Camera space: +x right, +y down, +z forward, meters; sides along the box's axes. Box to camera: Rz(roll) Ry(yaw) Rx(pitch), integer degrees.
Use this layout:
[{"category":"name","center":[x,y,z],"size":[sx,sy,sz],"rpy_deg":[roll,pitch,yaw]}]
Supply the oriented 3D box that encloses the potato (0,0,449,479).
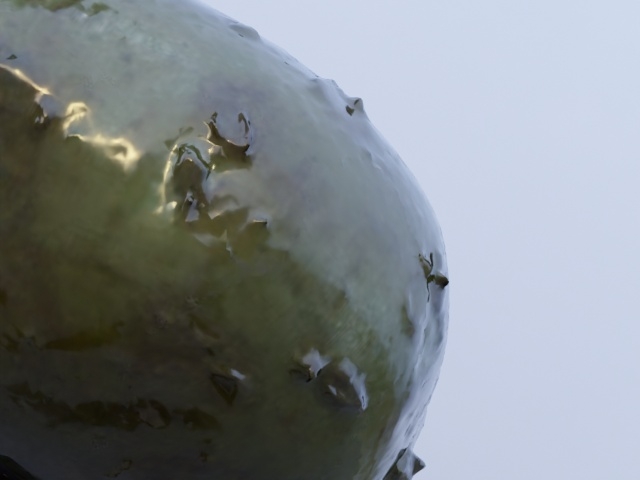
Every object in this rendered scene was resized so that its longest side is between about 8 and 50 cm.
[{"category":"potato","center":[-0.093,-0.004,0.600],"size":[0.307,0.173,0.210],"rpy_deg":[26,-21,5]}]
